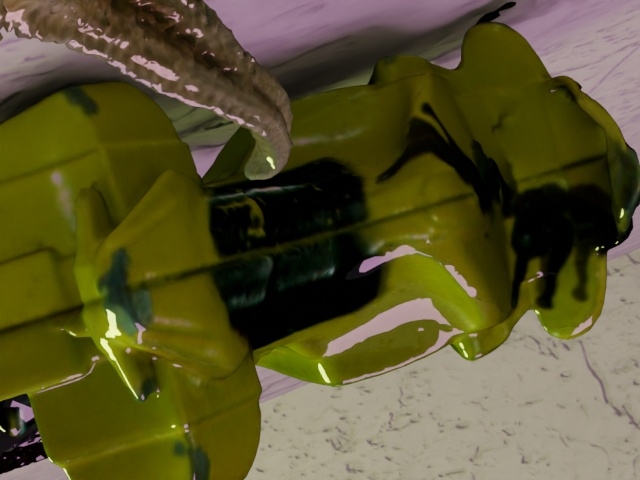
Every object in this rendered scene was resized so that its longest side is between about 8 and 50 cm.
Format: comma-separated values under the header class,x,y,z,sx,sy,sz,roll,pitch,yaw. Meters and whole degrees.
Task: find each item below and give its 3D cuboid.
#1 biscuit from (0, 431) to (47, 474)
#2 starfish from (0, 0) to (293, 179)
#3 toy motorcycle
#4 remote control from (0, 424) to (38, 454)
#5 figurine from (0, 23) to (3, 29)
class,x,y,z,sx,sy,sz,roll,pitch,yaw
biscuit,-0.201,0.127,1.357,0.194,0.053,0.194,-22,172,-3
starfish,-0.063,-0.054,0.337,0.217,0.050,0.223,-53,146,0
toy motorcycle,0.001,0.002,0.722,0.206,0.142,0.342,-29,172,34
remote control,-0.235,0.118,0.824,0.398,0.062,0.144,-36,-167,-38
figurine,-0.077,-0.065,0.411,0.083,0.047,0.050,-26,-170,-29
